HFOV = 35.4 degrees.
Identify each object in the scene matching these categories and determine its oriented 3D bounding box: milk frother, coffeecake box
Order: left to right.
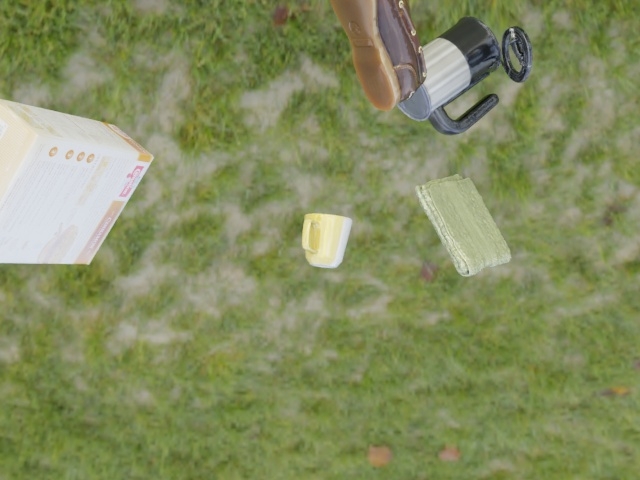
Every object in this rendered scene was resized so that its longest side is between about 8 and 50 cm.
[{"bbox_3d":[-0.272,-0.052,0.991,0.142,0.068,0.185,-56,159,12],"label":"coffeecake box"},{"bbox_3d":[0.181,-0.218,1.280,0.129,0.134,0.143,50,159,7],"label":"milk frother"}]

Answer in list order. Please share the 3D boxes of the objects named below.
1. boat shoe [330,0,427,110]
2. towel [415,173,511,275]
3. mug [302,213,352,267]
[{"bbox_3d":[0.061,-0.244,1.072,0.073,0.073,0.207,23,141,46],"label":"boat shoe"},{"bbox_3d":[0.197,-0.024,1.385,0.110,0.148,0.027,-16,160,-41],"label":"towel"},{"bbox_3d":[0.000,0.000,1.286,0.078,0.064,0.062,10,173,-27],"label":"mug"}]
